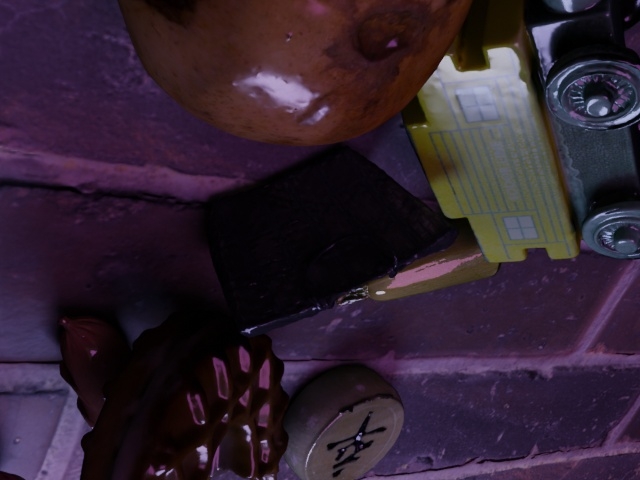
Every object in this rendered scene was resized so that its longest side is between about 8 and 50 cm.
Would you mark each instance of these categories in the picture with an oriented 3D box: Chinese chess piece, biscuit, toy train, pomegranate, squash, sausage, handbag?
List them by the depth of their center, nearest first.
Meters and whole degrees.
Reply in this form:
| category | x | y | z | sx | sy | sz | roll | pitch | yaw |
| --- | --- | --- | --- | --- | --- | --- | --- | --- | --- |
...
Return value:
| category | x | y | z | sx | sy | sz | roll | pitch | yaw |
| --- | --- | --- | --- | --- | --- | --- | --- | --- | --- |
| pomegranate | -0.016 | -0.234 | 0.709 | 0.322 | 0.322 | 0.322 | -21 | 133 | -24 |
| handbag | 0.000 | 0.000 | 0.986 | 0.270 | 0.175 | 0.089 | -25 | 137 | -20 |
| biscuit | -0.139 | 0.214 | 0.993 | 0.366 | 0.115 | 0.268 | -42 | 137 | -63 |
| toy train | 0.240 | -0.128 | 1.003 | 0.442 | 0.272 | 0.179 | 57 | 37 | -47 |
| sausage | -0.222 | 0.236 | 1.074 | 0.087 | 0.088 | 0.433 | -27 | 135 | -17 |
| squash | 0.121 | 0.038 | 1.190 | 0.224 | 0.094 | 0.094 | -20 | 133 | -15 |
| Chinese chess piece | 0.033 | 0.268 | 1.298 | 0.188 | 0.083 | 0.189 | -22 | 134 | -26 |

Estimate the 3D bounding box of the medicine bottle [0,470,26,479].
| category | x | y | z | sx | sy | sz | roll | pitch | yaw |
| --- | --- | --- | --- | --- | --- | --- | --- | --- | --- |
| medicine bottle | -0.418 | 0.290 | 0.923 | 0.147 | 0.147 | 0.247 | -50 | 138 | 7 |
